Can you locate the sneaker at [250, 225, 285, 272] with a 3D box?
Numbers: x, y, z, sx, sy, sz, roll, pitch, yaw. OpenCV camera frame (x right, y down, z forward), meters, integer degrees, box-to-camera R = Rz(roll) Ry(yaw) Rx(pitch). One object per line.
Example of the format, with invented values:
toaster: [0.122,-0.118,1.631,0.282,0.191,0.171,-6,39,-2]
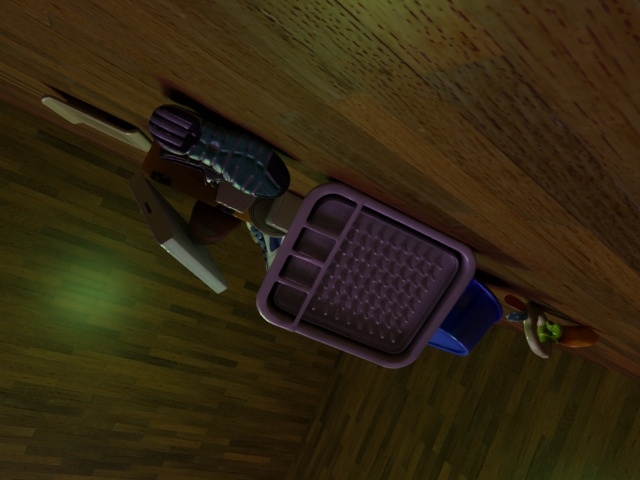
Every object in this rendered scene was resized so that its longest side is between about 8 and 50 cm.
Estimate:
sneaker: [-0.095,0.011,1.253,0.182,0.315,0.127,-29,177,43]

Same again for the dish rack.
dish rack: [0.079,0.068,0.734,0.333,0.285,0.072,24,-163,-11]

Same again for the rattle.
rattle: [0.575,0.207,1.007,0.199,0.130,0.143,54,153,-20]

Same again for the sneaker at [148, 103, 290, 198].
sneaker: [-0.146,-0.148,0.624,0.224,0.083,0.098,28,-162,-28]

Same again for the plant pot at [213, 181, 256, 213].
plant pot: [-0.213,-0.126,1.013,0.109,0.096,0.109,25,176,-20]

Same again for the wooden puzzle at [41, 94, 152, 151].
wooden puzzle: [-0.603,-0.326,1.119,0.239,0.044,0.221,20,177,-10]

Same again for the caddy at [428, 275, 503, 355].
caddy: [0.303,0.148,1.039,0.241,0.179,0.341,44,166,-10]

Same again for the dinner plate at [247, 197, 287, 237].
dinner plate: [-0.132,-0.068,1.088,0.141,0.141,0.017,25,144,-18]

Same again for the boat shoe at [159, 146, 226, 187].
boat shoe: [-0.247,-0.160,0.895,0.228,0.076,0.080,25,176,-20]

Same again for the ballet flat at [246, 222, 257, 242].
ballet flat: [-0.226,-0.073,1.589,0.182,0.164,0.483,46,174,-10]

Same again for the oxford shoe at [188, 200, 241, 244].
oxford shoe: [-0.335,-0.060,1.261,0.140,0.146,0.397,34,-161,-12]

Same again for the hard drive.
hard drive: [-0.386,-0.005,1.121,0.233,0.047,0.353,53,172,26]

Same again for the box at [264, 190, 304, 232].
box: [0.001,-0.029,1.049,0.275,0.094,0.113,26,176,-20]

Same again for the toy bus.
toy bus: [-0.309,-0.157,1.105,0.333,0.108,0.130,25,179,-23]
